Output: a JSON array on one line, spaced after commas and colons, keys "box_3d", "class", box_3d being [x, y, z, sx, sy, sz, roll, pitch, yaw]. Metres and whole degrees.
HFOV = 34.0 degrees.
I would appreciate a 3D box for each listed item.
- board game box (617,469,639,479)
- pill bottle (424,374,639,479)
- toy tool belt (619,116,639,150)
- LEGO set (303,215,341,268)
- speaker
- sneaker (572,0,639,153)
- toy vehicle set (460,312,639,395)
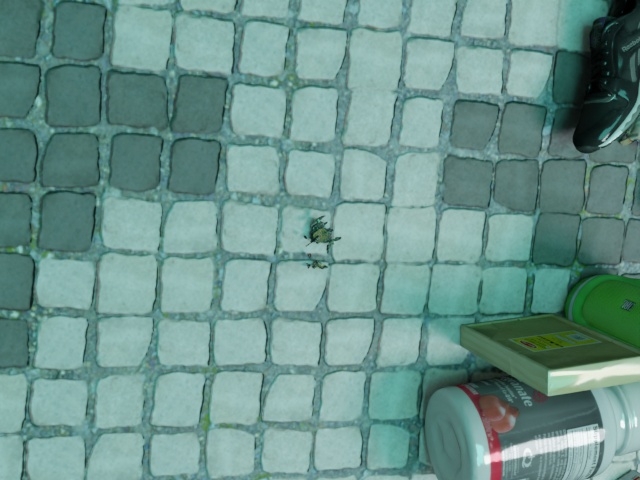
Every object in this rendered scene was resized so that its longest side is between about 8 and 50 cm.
[{"box_3d": [0.448, 0.544, 1.745, 0.305, 0.053, 0.193, -29, 109, -12], "class": "board game box"}, {"box_3d": [0.335, 0.285, 1.592, 0.319, 0.176, 0.176, -7, 102, -18], "class": "pill bottle"}, {"box_3d": [0.516, -0.164, 1.646, 0.083, 0.052, 0.051, 9, 128, -17], "class": "toy tool belt"}, {"box_3d": [-0.003, 0.001, 1.509, 0.054, 0.023, 0.083, 20, 106, -19], "class": "LEGO set"}, {"box_3d": [0.487, 0.133, 1.552, 0.131, 0.296, 0.131, -4, 101, -19], "class": "speaker"}, {"box_3d": [0.436, -0.267, 1.574, 0.124, 0.107, 0.283, 37, 77, -17], "class": "sneaker"}, {"box_3d": [0.335, 0.160, 1.521, 0.166, 0.267, 0.035, -6, 101, -17], "class": "toy vehicle set"}]
